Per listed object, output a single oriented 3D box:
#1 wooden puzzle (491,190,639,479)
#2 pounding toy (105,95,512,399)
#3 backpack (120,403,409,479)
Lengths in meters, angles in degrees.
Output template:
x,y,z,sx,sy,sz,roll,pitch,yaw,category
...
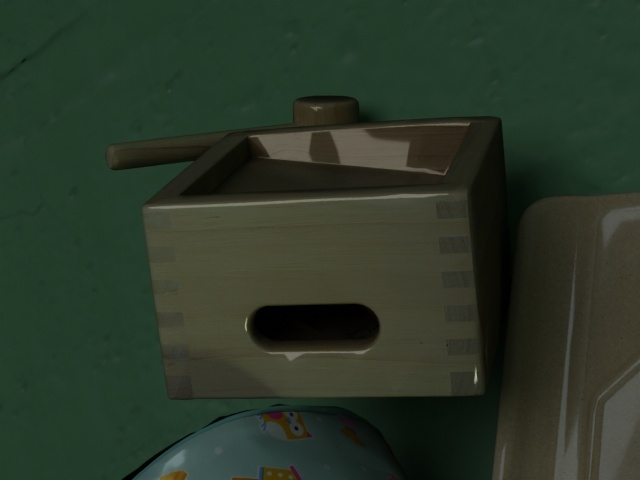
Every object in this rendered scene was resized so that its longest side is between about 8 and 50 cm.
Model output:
x,y,z,sx,sy,sz,roll,pitch,yaw,category
0.182,0.082,0.537,0.239,0.044,0.221,-2,70,30,wooden puzzle
-0.008,-0.001,0.642,0.181,0.206,0.094,-2,107,13,pounding toy
-0.033,0.159,0.578,0.188,0.166,0.144,-50,53,14,backpack
